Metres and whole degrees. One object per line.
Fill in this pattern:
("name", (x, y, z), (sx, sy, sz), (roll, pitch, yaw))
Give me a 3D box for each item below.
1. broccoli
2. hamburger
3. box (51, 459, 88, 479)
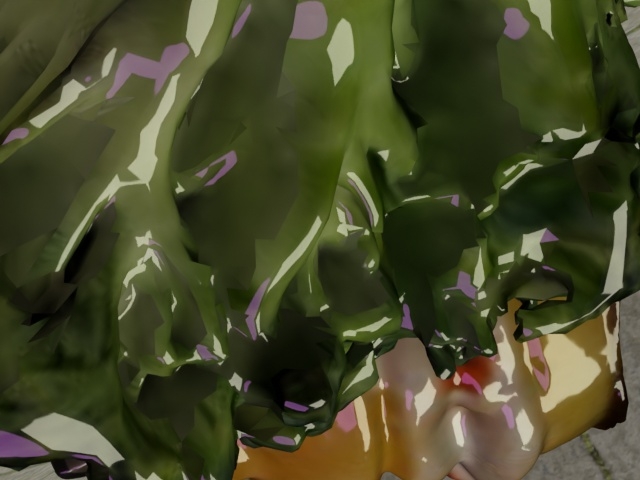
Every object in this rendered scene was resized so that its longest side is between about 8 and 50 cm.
("broccoli", (-0.015, -0.082, 0.431), (0.247, 0.288, 0.246), (9, 145, 5))
("hamburger", (0.000, 0.000, 0.794), (0.236, 0.276, 0.276), (-18, 170, -5))
("box", (-0.067, 0.029, 1.047), (0.252, 0.153, 0.188), (-30, 170, 5))
